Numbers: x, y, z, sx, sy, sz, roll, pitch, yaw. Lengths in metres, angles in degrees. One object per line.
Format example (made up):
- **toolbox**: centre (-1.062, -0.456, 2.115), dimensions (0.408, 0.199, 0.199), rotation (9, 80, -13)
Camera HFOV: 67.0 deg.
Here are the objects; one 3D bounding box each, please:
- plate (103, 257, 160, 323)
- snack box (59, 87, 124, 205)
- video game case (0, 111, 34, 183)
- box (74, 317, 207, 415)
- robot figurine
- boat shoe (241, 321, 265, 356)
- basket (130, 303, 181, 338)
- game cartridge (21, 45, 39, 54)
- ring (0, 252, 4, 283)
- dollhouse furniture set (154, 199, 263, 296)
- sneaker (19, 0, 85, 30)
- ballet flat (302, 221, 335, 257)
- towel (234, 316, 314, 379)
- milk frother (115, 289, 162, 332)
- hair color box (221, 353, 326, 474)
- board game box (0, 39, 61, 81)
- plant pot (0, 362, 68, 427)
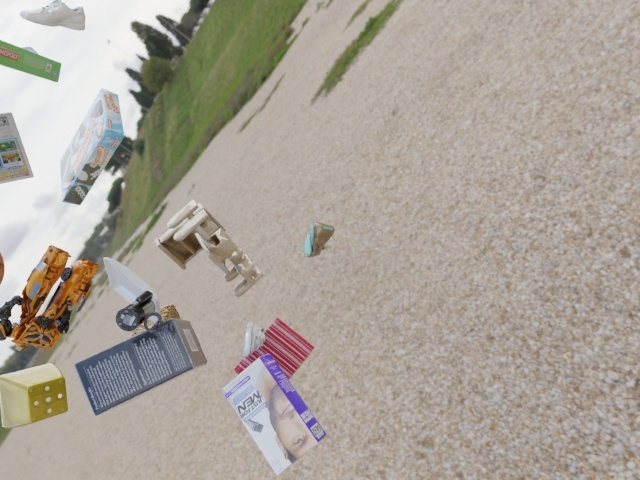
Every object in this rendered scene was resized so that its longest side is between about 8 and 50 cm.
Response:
- **plate**: centre (-0.730, 0.201, 1.919), dimensions (0.045, 0.277, 0.278), rotation (-49, -9, -33)
- **snack box**: centre (-0.699, -0.278, 1.467), dimensions (0.322, 0.060, 0.187), rotation (-43, 53, 29)
- **video game case**: centre (-0.718, -0.187, 1.026), dimensions (0.157, 0.143, 0.019), rotation (-17, 20, -22)
- **box**: centre (-0.690, 0.488, 1.910), dimensions (0.395, 0.212, 0.293), rotation (-25, -9, -7)
- **robot figurine**: centre (-0.741, 0.170, 1.322), dimensions (0.085, 0.211, 0.291), rotation (18, 78, 31)
- **boat shoe**: centre (-0.235, 0.349, 1.741), dimensions (0.226, 0.076, 0.083), rotation (-106, 28, -75)
- **basket**: centre (-0.809, 0.508, 2.435), dimensions (0.213, 0.299, 0.223), rotation (-12, 30, 6)
- **game cartridge**: centre (-1.045, -0.666, 1.742), dimensions (0.056, 0.083, 0.017), rotation (-33, -11, -47)
- **ring**: centre (-1.262, 0.068, 1.660), dimensions (0.032, 0.336, 0.336), rotation (-32, 28, 25)
- **dollhouse furniture set**: centre (-0.492, 0.040, 1.976), dimensions (0.256, 0.362, 0.394), rotation (-43, 35, -5)
- **sneaker**: centre (-0.924, -0.791, 1.673), dimensions (0.212, 0.080, 0.094), rotation (-18, -46, -48)
- **ballet flat**: centre (0.000, 0.000, 2.191), dimensions (0.342, 0.124, 0.116), rotation (115, 152, -68)
- **towel**: centre (-0.180, 0.462, 1.893), dimensions (0.275, 0.199, 0.031), rotation (-50, 9, 1)
- **milk frother**: centre (-0.614, 0.264, 1.703), dimensions (0.129, 0.143, 0.135), rotation (-42, 5, 12)
- **hair color box**: centre (-0.159, 0.578, 1.633), dimensions (0.185, 0.339, 0.110), rotation (-41, -14, 8)
- **board game box**: centre (-0.674, -0.371, 0.890), dimensions (0.317, 0.213, 0.046), rotation (-57, -17, -82)
- **plant pot**: centre (-1.141, 0.631, 1.956), dimensions (0.187, 0.212, 0.212), rotation (-7, 89, 37)
